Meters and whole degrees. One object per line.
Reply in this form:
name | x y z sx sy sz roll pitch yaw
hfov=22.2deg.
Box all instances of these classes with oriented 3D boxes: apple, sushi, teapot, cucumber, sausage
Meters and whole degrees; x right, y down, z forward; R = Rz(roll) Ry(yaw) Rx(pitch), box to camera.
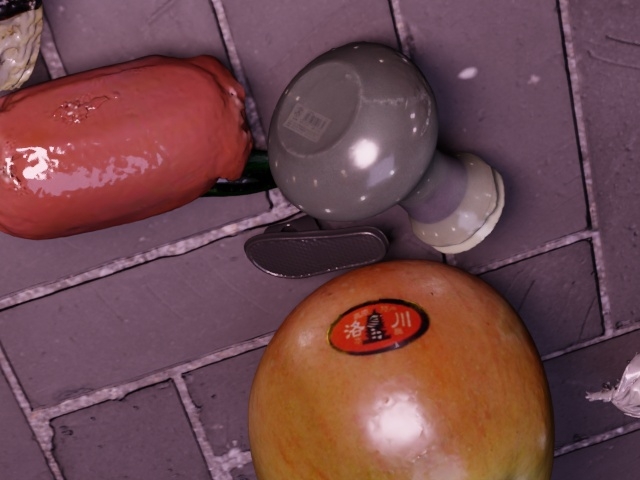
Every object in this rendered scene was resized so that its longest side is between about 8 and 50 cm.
apple | 0.090 0.201 1.722 0.339 0.305 0.338 -13 144 -10
sushi | -0.284 -0.232 1.404 0.109 0.134 0.272 5 125 -23
teapot | 0.074 -0.077 1.616 0.183 0.183 0.251 -42 137 16
cucumber | -0.153 -0.062 1.626 0.284 0.056 0.056 -8 128 -17
sausage | -0.193 -0.089 1.518 0.280 0.152 0.152 -15 130 -18

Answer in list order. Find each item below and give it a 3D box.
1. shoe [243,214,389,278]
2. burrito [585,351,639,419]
shoe | 0.000 0.000 1.716 0.159 0.053 0.062 -5 132 24
burrito | 0.521 0.151 1.966 0.446 0.101 0.139 -12 140 -11
